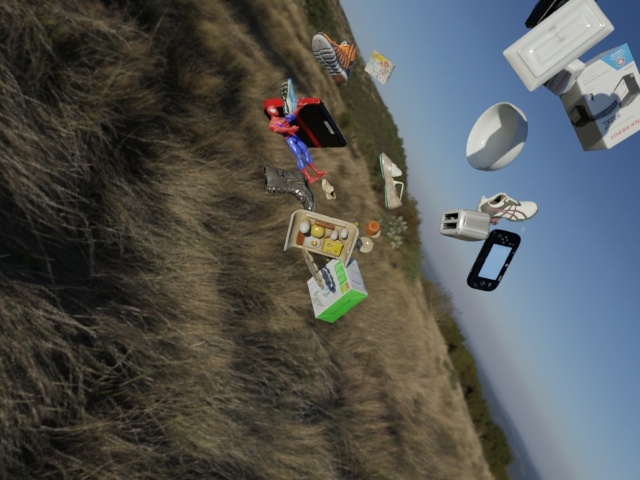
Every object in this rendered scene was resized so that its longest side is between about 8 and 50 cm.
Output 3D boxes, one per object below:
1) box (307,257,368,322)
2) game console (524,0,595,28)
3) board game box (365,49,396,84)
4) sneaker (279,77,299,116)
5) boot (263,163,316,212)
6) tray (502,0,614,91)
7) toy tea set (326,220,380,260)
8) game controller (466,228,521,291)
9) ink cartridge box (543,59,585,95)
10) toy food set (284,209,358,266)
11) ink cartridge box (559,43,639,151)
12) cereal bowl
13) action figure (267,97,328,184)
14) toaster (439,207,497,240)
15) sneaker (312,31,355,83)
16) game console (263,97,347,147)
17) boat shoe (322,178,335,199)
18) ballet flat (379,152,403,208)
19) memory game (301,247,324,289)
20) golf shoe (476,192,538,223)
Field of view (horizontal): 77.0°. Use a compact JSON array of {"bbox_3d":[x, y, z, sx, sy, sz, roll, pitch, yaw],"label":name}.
[{"bbox_3d":[0.081,0.236,2.003,0.126,0.262,0.231,24,36,-37],"label":"box"},{"bbox_3d":[1.088,-1.059,1.814,0.044,0.213,0.361,27,22,-22],"label":"game console"},{"bbox_3d":[0.295,-0.858,1.995,0.026,0.103,0.154,-15,52,-39],"label":"board game box"},{"bbox_3d":[-0.133,-0.636,1.789,0.063,0.073,0.162,20,-58,46],"label":"sneaker"},{"bbox_3d":[-0.152,-0.228,1.855,0.229,0.091,0.263,-3,68,-30],"label":"boot"},{"bbox_3d":[0.675,-0.567,1.138,0.145,0.270,0.030,53,10,-1],"label":"tray"},{"bbox_3d":[0.163,-0.003,2.137,0.124,0.336,0.200,118,-36,-71],"label":"toy tea set"},{"bbox_3d":[0.822,0.098,1.913,0.067,0.166,0.319,-88,-165,-68],"label":"game controller"},{"bbox_3d":[0.837,-0.609,1.433,0.150,0.063,0.109,55,-20,25],"label":"ink cartridge box"},{"bbox_3d":[0.000,0.000,1.836,0.092,0.306,0.220,-73,179,-52],"label":"toy food set"},{"bbox_3d":[1.065,-0.525,1.508,0.307,0.223,0.129,59,0,-10],"label":"ink cartridge box"},{"bbox_3d":[0.897,-0.500,2.009,0.141,0.339,0.339,14,37,-21],"label":"cereal bowl"},{"bbox_3d":[-0.063,-0.333,1.294,0.280,0.139,0.091,52,44,-7],"label":"action figure"},{"bbox_3d":[0.606,-0.066,1.692,0.227,0.146,0.129,-175,-86,-75],"label":"toaster"},{"bbox_3d":[0.074,-0.984,2.075,0.321,0.124,0.180,39,71,-57],"label":"sneaker"},{"bbox_3d":[-0.075,-0.590,2.044,0.386,0.342,0.060,40,59,-59],"label":"game console"},{"bbox_3d":[0.060,-0.337,2.662,0.063,0.059,0.170,-65,148,-28],"label":"boat shoe"},{"bbox_3d":[0.398,-0.330,2.206,0.107,0.106,0.316,-49,131,-63],"label":"ballet flat"},{"bbox_3d":[-0.029,0.110,1.581,0.186,0.012,0.186,60,-12,21],"label":"memory game"},{"bbox_3d":[0.810,-0.144,1.731,0.105,0.272,0.120,-103,-174,-56],"label":"golf shoe"}]
